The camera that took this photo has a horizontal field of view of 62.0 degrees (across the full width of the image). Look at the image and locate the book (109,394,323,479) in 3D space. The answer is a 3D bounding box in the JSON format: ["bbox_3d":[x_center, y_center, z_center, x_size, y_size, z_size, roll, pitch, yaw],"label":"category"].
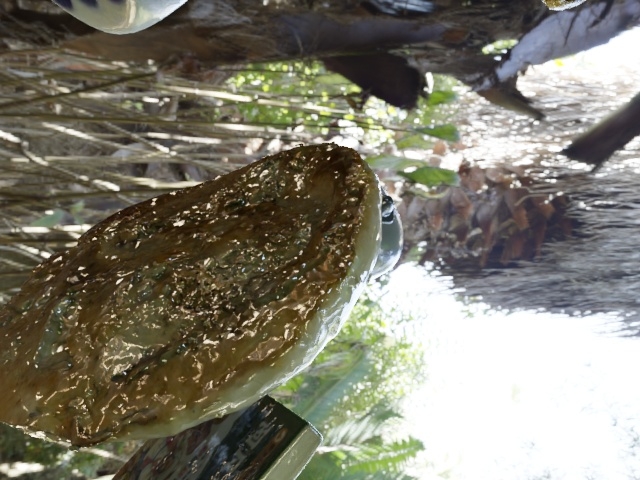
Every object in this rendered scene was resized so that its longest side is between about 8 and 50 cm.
[{"bbox_3d":[-0.121,0.214,0.481,0.027,0.202,0.264,50,-19,-15],"label":"book"}]

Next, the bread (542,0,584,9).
[{"bbox_3d":[0.452,-0.555,1.049,0.211,0.114,0.083,64,-15,12],"label":"bread"}]

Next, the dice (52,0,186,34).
[{"bbox_3d":[-0.324,-0.533,0.808,0.277,0.304,0.304,13,-114,37],"label":"dice"}]

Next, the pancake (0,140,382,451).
[{"bbox_3d":[-0.116,0.024,0.448,0.356,0.356,0.065,-126,-166,-60],"label":"pancake"}]

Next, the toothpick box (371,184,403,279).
[{"bbox_3d":[0.000,0.000,0.941,0.316,0.229,0.229,-33,-124,38],"label":"toothpick box"}]
